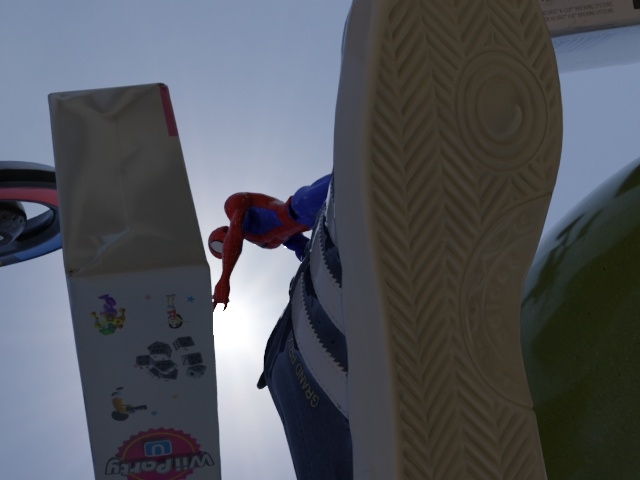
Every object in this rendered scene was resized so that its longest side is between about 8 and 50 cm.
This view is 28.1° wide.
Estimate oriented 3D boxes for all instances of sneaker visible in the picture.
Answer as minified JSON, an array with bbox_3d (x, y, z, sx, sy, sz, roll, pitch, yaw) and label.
[{"bbox_3d":[0.030,0.016,0.650,0.131,0.148,0.350,6,-95,-32],"label":"sneaker"}]

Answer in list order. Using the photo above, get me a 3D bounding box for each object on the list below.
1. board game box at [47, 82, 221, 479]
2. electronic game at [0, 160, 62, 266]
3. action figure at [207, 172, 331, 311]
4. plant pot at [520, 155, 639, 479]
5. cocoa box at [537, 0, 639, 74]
[{"bbox_3d":[-0.135,0.069,0.962,0.097,0.303,0.224,-6,-141,-9],"label":"board game box"},{"bbox_3d":[-0.306,-0.014,1.135,0.229,0.229,0.048,4,-113,-46],"label":"electronic game"},{"bbox_3d":[0.000,0.000,1.130,0.091,0.280,0.139,27,-122,-43],"label":"action figure"},{"bbox_3d":[0.269,0.048,0.921,0.274,0.293,0.275,3,-120,-4],"label":"plant pot"},{"bbox_3d":[0.249,-0.263,0.991,0.347,0.231,0.228,-9,-91,-8],"label":"cocoa box"}]
